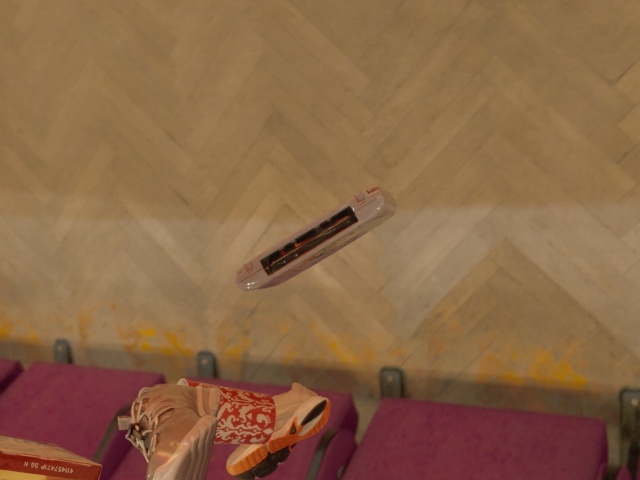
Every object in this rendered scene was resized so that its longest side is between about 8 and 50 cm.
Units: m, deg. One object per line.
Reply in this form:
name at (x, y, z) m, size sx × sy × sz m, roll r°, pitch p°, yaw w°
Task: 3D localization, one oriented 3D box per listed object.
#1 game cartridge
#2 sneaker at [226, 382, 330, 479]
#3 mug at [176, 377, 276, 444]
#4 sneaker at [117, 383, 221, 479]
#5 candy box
game cartridge at (0.000, 0.000, 1.440) m, size 0.297 × 0.198 × 0.062 m, roll -32°, pitch 79°, yaw 11°
sneaker at (-0.107, 0.408, 1.723) m, size 0.121 × 0.262 × 0.099 m, roll 31°, pitch 142°, yaw 41°
mug at (-0.178, 0.301, 1.446) m, size 0.113 × 0.169 × 0.150 m, roll -60°, pitch 30°, yaw 34°
sneaker at (-0.183, 0.233, 0.923) m, size 0.115 × 0.281 × 0.105 m, roll 12°, pitch 90°, yaw -6°
candy box at (-0.516, 0.395, 1.376) m, size 0.316 × 0.183 × 0.087 m, roll -11°, pitch 64°, yaw 58°
